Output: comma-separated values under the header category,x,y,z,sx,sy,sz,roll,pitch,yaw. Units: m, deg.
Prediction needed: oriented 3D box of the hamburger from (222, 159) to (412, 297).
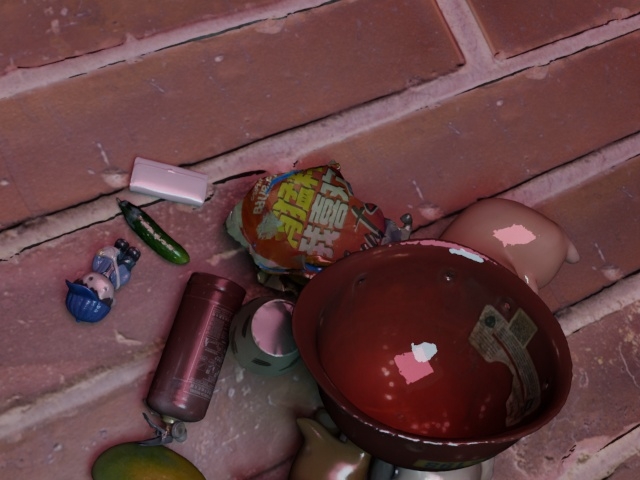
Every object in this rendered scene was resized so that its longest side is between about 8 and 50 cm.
category,x,y,z,sx,sy,sz,roll,pitch,yaw
hamburger,0.000,0.008,1.289,0.276,0.150,0.260,40,49,13

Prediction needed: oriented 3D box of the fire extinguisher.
category,x,y,z,sx,sy,sz,roll,pitch,yaw
fire extinguisher,-0.200,0.185,1.185,0.104,0.105,0.269,22,71,-13

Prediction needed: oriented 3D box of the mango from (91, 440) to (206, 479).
category,x,y,z,sx,sy,sz,roll,pitch,yaw
mango,-0.241,0.366,1.136,0.194,0.092,0.130,27,71,-1

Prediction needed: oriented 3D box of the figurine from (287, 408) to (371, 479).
category,x,y,z,sx,sy,sz,roll,pitch,yaw
figurine,-0.031,0.373,1.156,0.173,0.177,0.247,22,81,-32

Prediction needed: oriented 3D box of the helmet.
category,x,y,z,sx,sy,sz,roll,pitch,yaw
helmet,0.134,0.193,1.109,0.384,0.230,0.338,-6,49,-18

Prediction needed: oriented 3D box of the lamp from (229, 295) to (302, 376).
category,x,y,z,sx,sy,sz,roll,pitch,yaw
lamp,-0.078,0.146,1.171,0.121,0.215,0.121,3,73,-10

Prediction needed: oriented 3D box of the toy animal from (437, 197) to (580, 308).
category,x,y,z,sx,sy,sz,roll,pitch,yaw
toy animal,0.289,0.051,1.351,0.213,0.195,0.256,48,65,-11

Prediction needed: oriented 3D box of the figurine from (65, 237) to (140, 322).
category,x,y,z,sx,sy,sz,roll,pitch,yaw
figurine,-0.335,0.063,1.197,0.077,0.079,0.136,35,45,-4

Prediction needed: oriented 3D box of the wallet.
category,x,y,z,sx,sy,sz,roll,pitch,yaw
wallet,-0.247,-0.096,1.281,0.122,0.025,0.061,13,66,-15

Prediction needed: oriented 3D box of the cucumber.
category,x,y,z,sx,sy,sz,roll,pitch,yaw
cucumber,-0.271,-0.013,1.246,0.155,0.037,0.037,43,67,-4

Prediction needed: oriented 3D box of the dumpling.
category,x,y,z,sx,sy,sz,roll,pitch,yaw
dumpling,0.180,0.401,1.251,0.226,0.243,0.175,9,32,-36
